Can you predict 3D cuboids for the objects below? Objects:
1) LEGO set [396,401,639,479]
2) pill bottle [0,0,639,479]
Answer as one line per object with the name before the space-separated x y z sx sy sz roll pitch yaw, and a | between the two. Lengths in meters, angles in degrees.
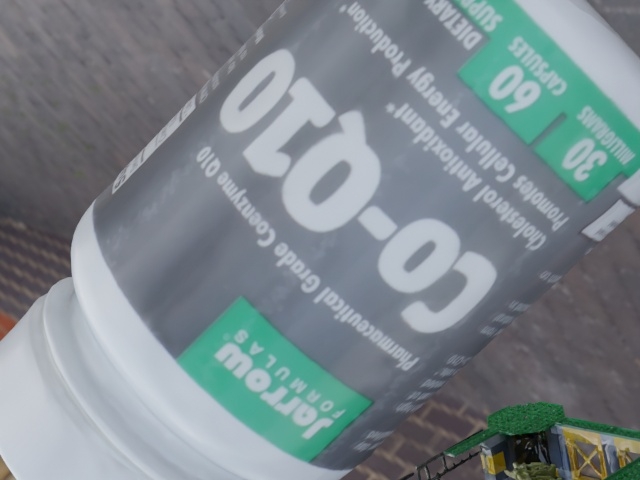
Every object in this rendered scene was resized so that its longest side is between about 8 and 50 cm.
LEGO set | 0.138 0.256 0.837 0.255 0.331 0.192 -1 105 43
pill bottle | 0.000 0.000 0.662 0.204 0.361 0.204 42 -166 -13
